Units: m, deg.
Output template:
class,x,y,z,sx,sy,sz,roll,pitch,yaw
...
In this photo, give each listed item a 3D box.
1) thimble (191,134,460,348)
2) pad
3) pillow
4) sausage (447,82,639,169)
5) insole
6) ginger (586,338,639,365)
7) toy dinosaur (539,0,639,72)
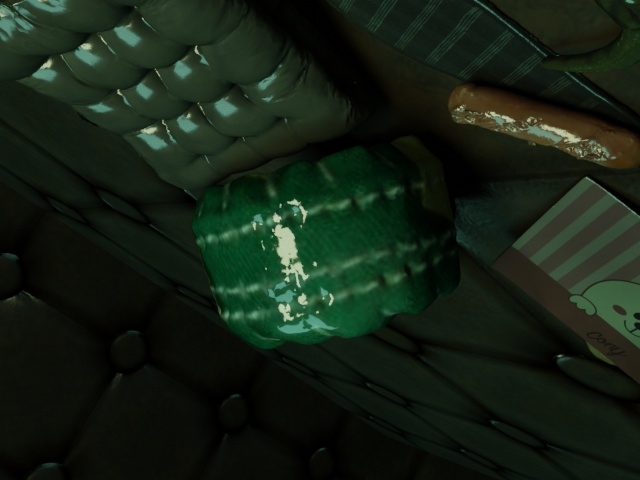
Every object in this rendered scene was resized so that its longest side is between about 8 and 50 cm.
class,x,y,z,sx,sy,sz,roll,pitch,yaw
thimble,0.000,0.000,0.718,0.288,0.254,0.168,-9,97,55
pad,0.328,0.079,0.685,0.299,0.005,0.202,40,152,7
pillow,-0.128,-0.151,0.584,0.228,0.101,0.326,-15,157,29
sausage,0.175,-0.089,0.539,0.157,0.042,0.036,21,123,18
insole,0.130,-0.139,0.547,0.309,0.012,0.110,32,161,-6
ginger,0.382,0.107,0.739,0.137,0.074,0.213,31,167,-21
toy dinosaur,0.156,-0.178,0.389,0.187,0.087,0.179,54,-171,-20
